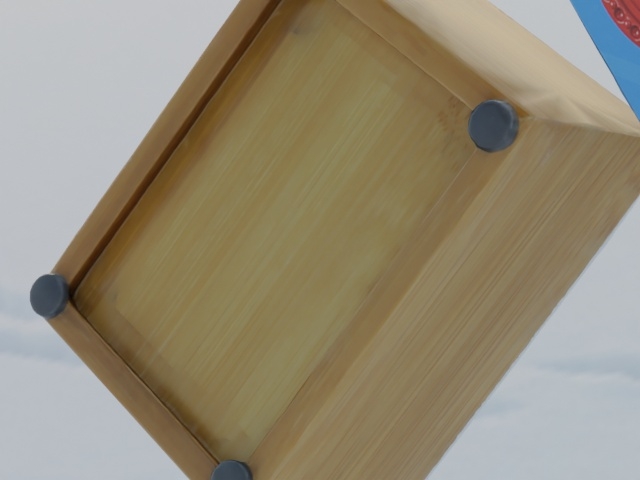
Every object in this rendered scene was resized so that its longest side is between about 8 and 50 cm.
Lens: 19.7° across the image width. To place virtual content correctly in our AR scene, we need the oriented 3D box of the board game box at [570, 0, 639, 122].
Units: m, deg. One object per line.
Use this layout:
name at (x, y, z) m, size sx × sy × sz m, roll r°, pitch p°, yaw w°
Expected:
board game box at (0.227, -0.030, 0.405) m, size 0.086 × 0.302 × 0.308 m, roll -24°, pitch -10°, yaw -36°

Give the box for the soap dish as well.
soap dish at (0.000, 0.000, 0.930) m, size 0.229 × 0.291 × 0.118 m, roll 43°, pitch 13°, yaw 33°
